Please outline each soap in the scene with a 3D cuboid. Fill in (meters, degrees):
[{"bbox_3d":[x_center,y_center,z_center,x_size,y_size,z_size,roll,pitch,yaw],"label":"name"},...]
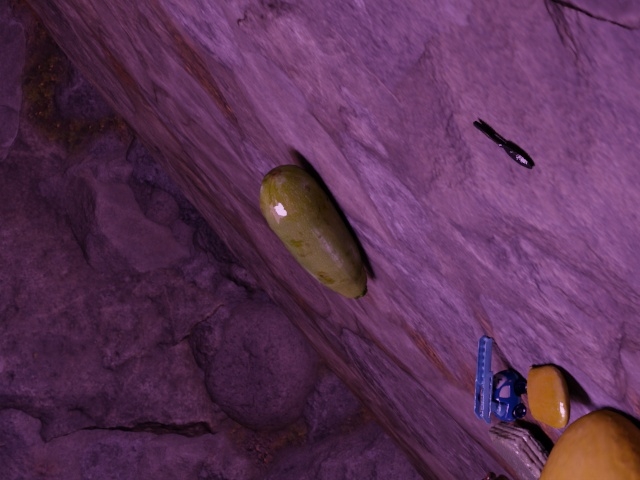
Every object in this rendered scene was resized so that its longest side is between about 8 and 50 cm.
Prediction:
[{"bbox_3d":[0.321,0.223,1.675,0.168,0.033,0.089,139,128,-79],"label":"soap"},{"bbox_3d":[0.375,0.417,1.483,0.427,0.115,0.306,-103,23,-52],"label":"soap"}]

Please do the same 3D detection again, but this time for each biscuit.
[{"bbox_3d":[0.394,0.429,2.040,0.252,0.052,0.150,52,170,-8],"label":"biscuit"}]

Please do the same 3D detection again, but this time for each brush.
[{"bbox_3d":[0.187,-0.098,1.204,0.083,0.008,0.024,44,172,28],"label":"brush"}]

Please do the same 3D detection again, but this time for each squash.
[{"bbox_3d":[0.000,0.005,2.103,0.118,0.118,0.371,39,167,47],"label":"squash"}]

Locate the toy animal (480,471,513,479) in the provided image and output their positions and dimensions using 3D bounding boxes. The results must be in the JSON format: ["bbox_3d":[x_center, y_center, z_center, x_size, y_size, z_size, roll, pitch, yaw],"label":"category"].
[{"bbox_3d":[0.374,0.536,2.289,0.097,0.157,0.312,-122,11,-47],"label":"toy animal"}]

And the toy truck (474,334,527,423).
[{"bbox_3d":[0.283,0.218,1.841,0.063,0.074,0.136,-165,77,-70],"label":"toy truck"}]

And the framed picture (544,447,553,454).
[{"bbox_3d":[0.471,0.473,2.067,0.281,0.019,0.209,50,171,2],"label":"framed picture"}]
